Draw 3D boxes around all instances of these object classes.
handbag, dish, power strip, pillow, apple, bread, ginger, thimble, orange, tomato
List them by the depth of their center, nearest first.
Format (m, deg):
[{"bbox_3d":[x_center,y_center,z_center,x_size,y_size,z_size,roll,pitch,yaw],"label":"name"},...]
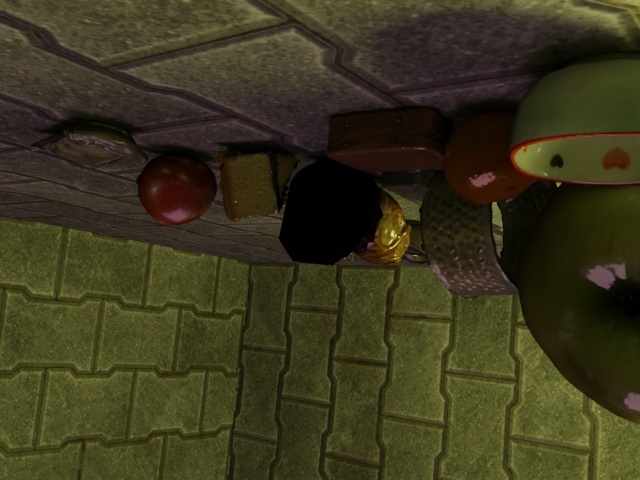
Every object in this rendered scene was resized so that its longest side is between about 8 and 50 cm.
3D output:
[{"bbox_3d":[0.354,-0.149,0.846,0.256,0.117,0.256,6,173,1],"label":"dish"},{"bbox_3d":[0.260,-0.128,1.047,0.156,0.124,0.156,-16,157,-7],"label":"orange"},{"bbox_3d":[0.555,0.057,1.082,0.474,0.473,0.473,5,173,1],"label":"apple"},{"bbox_3d":[0.118,-0.159,1.139,0.193,0.072,0.151,-1,171,32],"label":"handbag"},{"bbox_3d":[0.324,-0.025,1.285,0.271,0.271,0.150,12,168,-41],"label":"thimble"},{"bbox_3d":[-0.458,-0.190,1.374,0.169,0.059,0.255,12,172,-39],"label":"pillow"},{"bbox_3d":[-0.128,-0.115,1.397,0.147,0.152,0.127,-1,178,32],"label":"bread"},{"bbox_3d":[-0.302,-0.110,1.504,0.167,0.167,0.167,5,173,1],"label":"tomato"},{"bbox_3d":[0.233,-0.111,1.511,0.093,0.053,0.288,0,170,33],"label":"power strip"},{"bbox_3d":[0.082,-0.061,1.663,0.274,0.152,0.357,34,177,16],"label":"ginger"},{"bbox_3d":[0.227,-0.002,2.195,0.257,0.113,0.285,11,174,9],"label":"handbag"}]

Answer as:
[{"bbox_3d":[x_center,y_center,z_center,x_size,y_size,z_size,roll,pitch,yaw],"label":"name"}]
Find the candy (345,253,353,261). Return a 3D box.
[{"bbox_3d":[0.000,0.000,1.638,0.175,0.043,0.045,35,169,13],"label":"candy"}]

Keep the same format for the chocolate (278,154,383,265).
[{"bbox_3d":[0.059,-0.045,1.425,0.206,0.224,0.177,4,170,35],"label":"chocolate"}]

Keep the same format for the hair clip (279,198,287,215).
[{"bbox_3d":[-0.059,-0.092,1.856,0.214,0.062,0.056,6,-176,3],"label":"hair clip"}]
